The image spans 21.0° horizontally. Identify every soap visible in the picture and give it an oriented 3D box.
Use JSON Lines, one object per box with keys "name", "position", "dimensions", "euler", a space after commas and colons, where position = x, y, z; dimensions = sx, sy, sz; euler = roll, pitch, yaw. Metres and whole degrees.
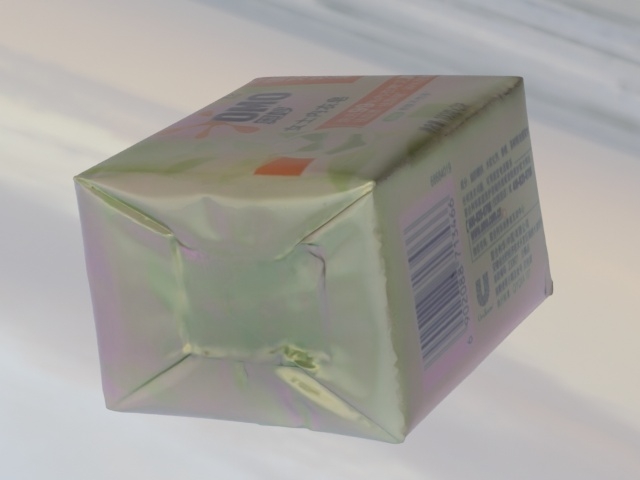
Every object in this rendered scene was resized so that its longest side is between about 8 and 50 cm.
{"name": "soap", "position": [0.000, 0.000, 0.908], "dimensions": [0.182, 0.138, 0.199], "euler": [2, -159, 29]}
